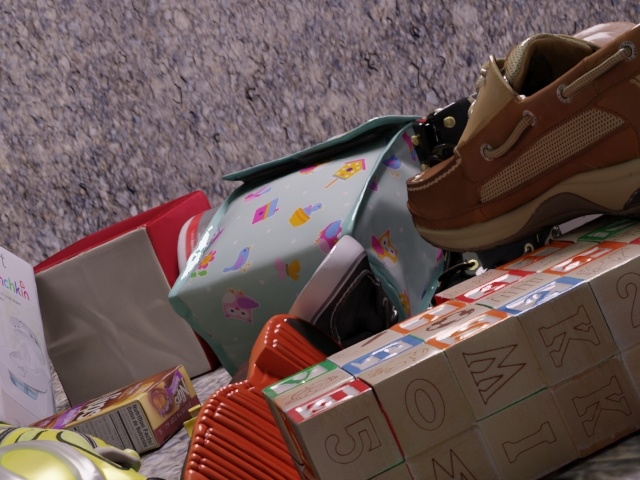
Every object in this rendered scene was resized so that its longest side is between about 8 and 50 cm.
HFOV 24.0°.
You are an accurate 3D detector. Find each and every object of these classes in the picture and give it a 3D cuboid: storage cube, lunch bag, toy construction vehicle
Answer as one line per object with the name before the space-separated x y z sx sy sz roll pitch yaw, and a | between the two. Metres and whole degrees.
storage cube | -0.210 0.074 1.751 0.215 0.183 0.193 -22 7 18
lunch bag | 0.010 -0.013 1.429 0.223 0.160 0.262 -19 31 34
toy construction vehicle | -0.076 0.141 1.278 0.086 0.035 0.098 -25 5 -6

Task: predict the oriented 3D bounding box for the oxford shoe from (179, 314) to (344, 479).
oxford shoe | -0.042 0.143 0.976 0.098 0.097 0.271 -55 -1 21

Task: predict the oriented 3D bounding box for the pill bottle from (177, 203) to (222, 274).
pill bottle | 0.000 0.000 1.648 0.283 0.161 0.161 -22 6 23

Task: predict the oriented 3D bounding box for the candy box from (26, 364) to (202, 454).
candy box | -0.216 0.182 1.418 0.187 0.053 0.109 -21 5 20

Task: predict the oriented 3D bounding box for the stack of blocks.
stack of blocks | 0.121 0.065 0.862 0.297 0.087 0.171 -25 5 -9

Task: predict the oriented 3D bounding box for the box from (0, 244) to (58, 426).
box | -0.427 0.150 1.602 0.262 0.231 0.127 -22 -28 14

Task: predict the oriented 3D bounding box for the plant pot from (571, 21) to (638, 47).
plant pot | 0.288 -0.139 1.492 0.237 0.109 0.237 -24 33 17

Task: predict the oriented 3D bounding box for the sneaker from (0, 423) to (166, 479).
sneaker | -0.192 0.189 0.984 0.147 0.145 0.385 -4 2 -18

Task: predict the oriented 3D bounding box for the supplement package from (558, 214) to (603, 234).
supplement package | 0.277 -0.070 1.222 0.134 0.139 0.244 -23 6 27

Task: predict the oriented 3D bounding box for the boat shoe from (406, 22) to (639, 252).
boat shoe | 0.157 -0.075 0.957 0.123 0.120 0.324 -27 5 -31

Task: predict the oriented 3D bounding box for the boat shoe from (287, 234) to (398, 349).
boat shoe | 0.026 0.062 1.166 0.080 0.076 0.228 -53 -10 -15

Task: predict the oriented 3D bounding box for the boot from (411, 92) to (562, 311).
boot | 0.108 -0.013 1.197 0.085 0.178 0.236 -20 7 41
